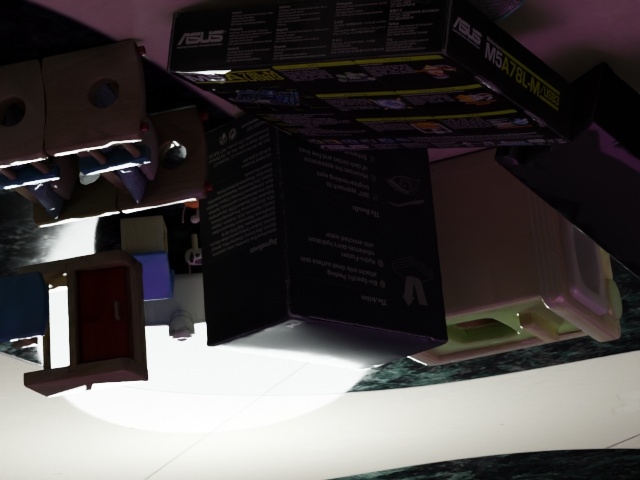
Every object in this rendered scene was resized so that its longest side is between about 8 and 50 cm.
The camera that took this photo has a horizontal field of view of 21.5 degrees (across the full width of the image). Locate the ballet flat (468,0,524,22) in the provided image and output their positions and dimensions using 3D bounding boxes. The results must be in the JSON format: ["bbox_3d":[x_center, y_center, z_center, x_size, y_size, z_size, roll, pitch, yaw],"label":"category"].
[{"bbox_3d":[0.114,-0.156,0.959,0.114,0.041,0.041,-21,157,38],"label":"ballet flat"}]

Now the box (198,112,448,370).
[{"bbox_3d":[0.000,0.000,1.195,0.156,0.158,0.093,13,155,-42],"label":"box"}]

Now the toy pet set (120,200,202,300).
[{"bbox_3d":[-0.106,0.011,1.349,0.114,0.065,0.122,-5,162,0],"label":"toy pet set"}]

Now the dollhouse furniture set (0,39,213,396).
[{"bbox_3d":[-0.146,-0.010,1.079,0.129,0.183,0.129,-10,161,14],"label":"dollhouse furniture set"}]

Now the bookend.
[{"bbox_3d":[0.228,-0.066,1.119,0.157,0.072,0.156,37,136,-19],"label":"bookend"}]

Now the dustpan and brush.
[{"bbox_3d":[-0.119,0.059,1.426,0.147,0.060,0.211,-4,175,-5],"label":"dustpan and brush"}]

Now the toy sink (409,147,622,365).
[{"bbox_3d":[0.156,0.012,1.321,0.234,0.131,0.153,-14,161,22],"label":"toy sink"}]

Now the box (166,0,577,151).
[{"bbox_3d":[0.035,-0.098,1.029,0.191,0.045,0.184,0,165,32],"label":"box"}]
